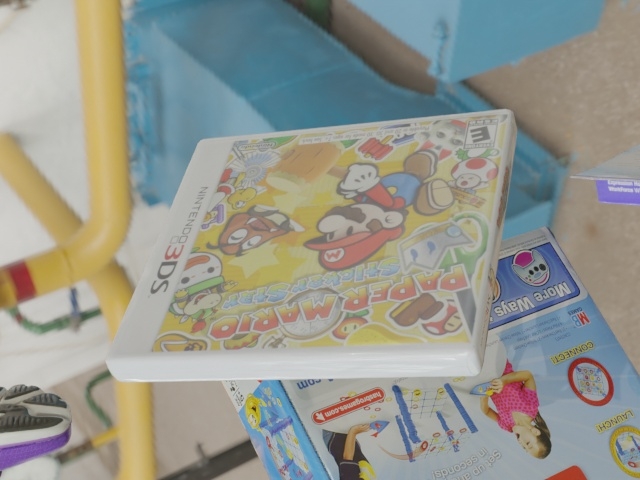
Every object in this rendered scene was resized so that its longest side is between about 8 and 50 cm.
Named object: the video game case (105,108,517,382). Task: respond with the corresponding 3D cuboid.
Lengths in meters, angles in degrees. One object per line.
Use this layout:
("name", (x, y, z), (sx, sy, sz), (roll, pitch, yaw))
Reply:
("video game case", (0.000, 0.000, 0.729), (0.227, 0.206, 0.026), (-3, 134, 20))

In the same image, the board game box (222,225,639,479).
("board game box", (0.124, 0.168, 0.902), (0.302, 0.308, 0.086), (62, 146, 19))

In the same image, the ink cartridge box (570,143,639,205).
("ink cartridge box", (0.349, -0.055, 0.993), (0.206, 0.208, 0.045), (6, 108, 38))

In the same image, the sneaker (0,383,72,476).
("sneaker", (-0.223, 0.142, 0.704), (0.068, 0.170, 0.071), (-103, -11, -69))
